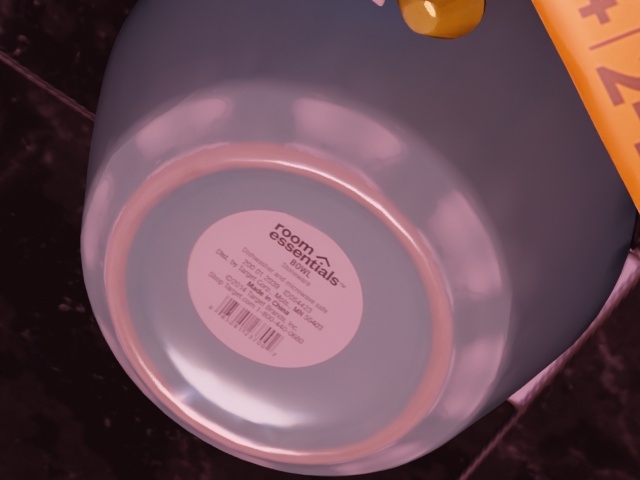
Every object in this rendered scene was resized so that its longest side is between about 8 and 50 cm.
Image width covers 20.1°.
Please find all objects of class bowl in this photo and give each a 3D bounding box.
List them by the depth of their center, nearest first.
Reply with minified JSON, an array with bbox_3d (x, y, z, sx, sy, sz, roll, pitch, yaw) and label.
[{"bbox_3d":[0.000,0.000,0.940,0.311,0.163,0.312,8,121,14],"label":"bowl"}]

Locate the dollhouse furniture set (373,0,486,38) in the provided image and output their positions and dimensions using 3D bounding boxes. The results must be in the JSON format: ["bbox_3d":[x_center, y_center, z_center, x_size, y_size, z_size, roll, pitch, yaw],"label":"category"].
[{"bbox_3d":[-0.029,-0.242,0.750,0.303,0.198,0.286,33,132,8],"label":"dollhouse furniture set"}]

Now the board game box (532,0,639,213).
[{"bbox_3d":[0.274,-0.163,0.595,0.356,0.356,0.356,-19,118,24],"label":"board game box"}]
